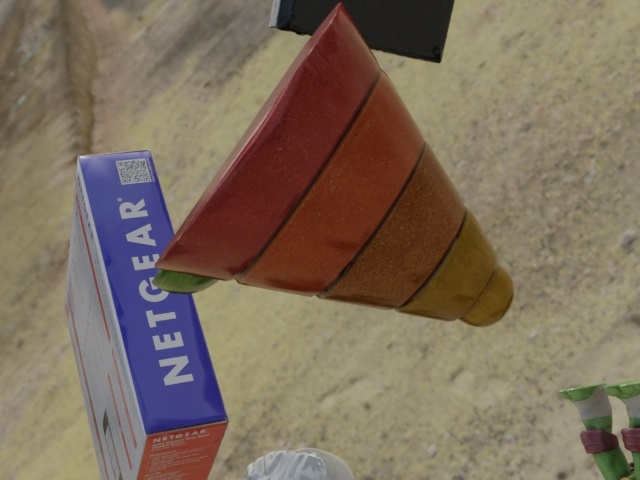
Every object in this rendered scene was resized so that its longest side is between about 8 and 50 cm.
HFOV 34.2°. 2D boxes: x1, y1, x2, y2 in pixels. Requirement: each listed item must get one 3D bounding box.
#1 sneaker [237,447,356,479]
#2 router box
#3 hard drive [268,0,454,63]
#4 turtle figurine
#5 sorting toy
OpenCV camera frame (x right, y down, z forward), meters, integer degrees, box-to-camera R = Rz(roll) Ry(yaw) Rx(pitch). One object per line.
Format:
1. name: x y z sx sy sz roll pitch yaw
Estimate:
1. sneaker: 0.000 0.201 0.588 0.090 0.115 0.232 -102 21 -49
2. router box: -0.204 0.125 1.137 0.301 0.082 0.335 113 143 -52
3. hard drive: 0.032 -0.166 0.536 0.022 0.094 0.135 -147 67 -68
4. turtle figurine: 0.340 0.310 1.254 0.275 0.266 0.198 -9 -8 4
5. sorting toy: 0.000 0.000 0.520 0.127 0.126 0.365 -57 6 -8
